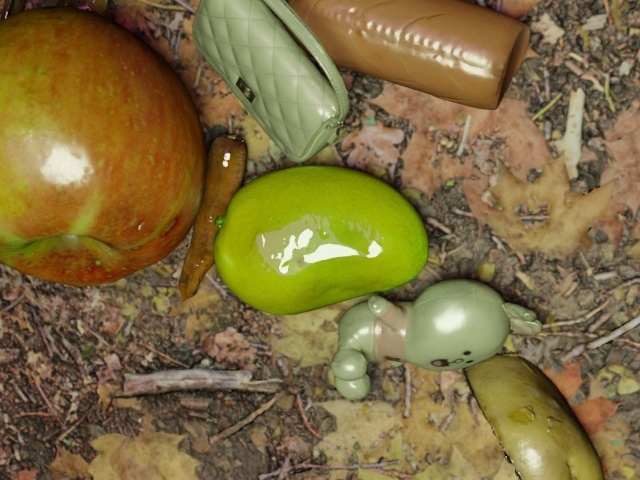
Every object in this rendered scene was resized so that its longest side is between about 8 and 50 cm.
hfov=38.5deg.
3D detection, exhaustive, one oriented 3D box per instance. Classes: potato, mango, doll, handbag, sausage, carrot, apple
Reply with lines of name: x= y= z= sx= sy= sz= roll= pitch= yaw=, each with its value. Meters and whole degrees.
potato: x=0.277 y=0.248 z=1.142 sx=0.098 sy=0.138 sz=0.243 roll=-33 pitch=91 yaw=11
mango: x=-0.005 y=-0.007 z=1.172 sx=0.273 sy=0.149 sz=0.185 roll=-16 pitch=86 yaw=10
doll: x=0.135 y=0.109 z=1.160 sx=0.275 sy=0.155 sz=0.113 roll=-18 pitch=53 yaw=10
handbag: x=-0.059 y=-0.222 z=1.123 sx=0.079 sy=0.219 sz=0.256 roll=-38 pitch=86 yaw=-18
sausage: x=0.096 y=-0.255 z=1.129 sx=0.304 sy=0.121 sz=0.121 roll=20 pitch=101 yaw=13
carrot: x=-0.150 y=-0.029 z=1.253 sx=0.059 sy=0.059 sz=0.248 roll=20 pitch=105 yaw=11
apple: x=-0.307 y=-0.116 z=1.141 sx=0.339 sy=0.339 sz=0.339 roll=2 pitch=98 yaw=14

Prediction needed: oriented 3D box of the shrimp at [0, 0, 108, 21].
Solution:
shrimp: x=-0.387 y=-0.310 z=1.277 sx=0.173 sy=0.058 sz=0.253 roll=36 pitch=101 yaw=15
